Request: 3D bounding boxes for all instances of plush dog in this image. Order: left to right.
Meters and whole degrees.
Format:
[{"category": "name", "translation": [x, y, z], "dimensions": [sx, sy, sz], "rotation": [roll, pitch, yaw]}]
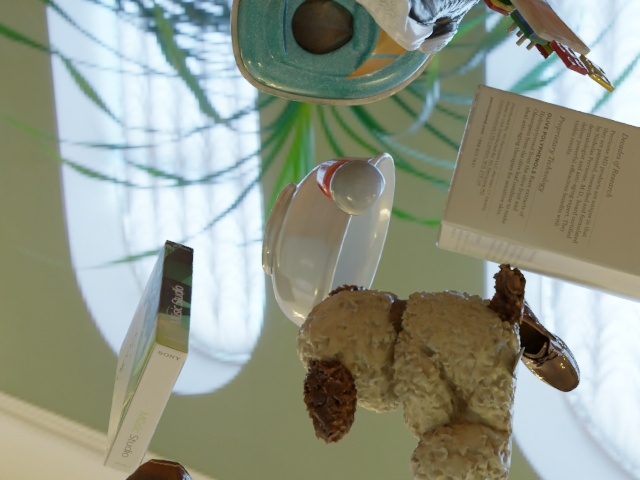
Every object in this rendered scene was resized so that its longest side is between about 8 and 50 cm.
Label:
[{"category": "plush dog", "translation": [0.087, 0.115, 1.238], "dimensions": [0.225, 0.210, 0.262], "rotation": [6, -155, 6]}]

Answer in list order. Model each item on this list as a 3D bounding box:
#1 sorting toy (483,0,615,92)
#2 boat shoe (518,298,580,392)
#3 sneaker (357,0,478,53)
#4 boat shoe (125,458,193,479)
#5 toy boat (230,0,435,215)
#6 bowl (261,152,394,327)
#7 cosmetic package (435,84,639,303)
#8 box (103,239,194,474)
[{"category": "sorting toy", "translation": [0.287, -0.291, 1.621], "dimensions": [0.132, 0.046, 0.274], "rotation": [7, -136, -50]}, {"category": "boat shoe", "translation": [0.298, 0.150, 1.670], "dimensions": [0.064, 0.178, 0.060], "rotation": [-36, -162, 15]}, {"category": "sneaker", "translation": [0.111, -0.267, 1.166], "dimensions": [0.101, 0.153, 0.268], "rotation": [45, -167, 8]}, {"category": "boat shoe", "translation": [-0.150, 0.376, 1.387], "dimensions": [0.123, 0.324, 0.120], "rotation": [7, -148, 25]}, {"category": "toy boat", "translation": [0.030, -0.193, 1.464], "dimensions": [0.268, 0.318, 0.148], "rotation": [-6, -169, -13]}, {"category": "bowl", "translation": [0.000, 0.000, 1.772], "dimensions": [0.134, 0.297, 0.298], "rotation": [16, -160, 13]}, {"category": "cosmetic package", "translation": [0.313, -0.022, 1.245], "dimensions": [0.366, 0.155, 0.197], "rotation": [15, 173, 4]}, {"category": "box", "translation": [-0.260, 0.171, 1.856], "dimensions": [0.058, 0.232, 0.322], "rotation": [19, -156, -15]}]
